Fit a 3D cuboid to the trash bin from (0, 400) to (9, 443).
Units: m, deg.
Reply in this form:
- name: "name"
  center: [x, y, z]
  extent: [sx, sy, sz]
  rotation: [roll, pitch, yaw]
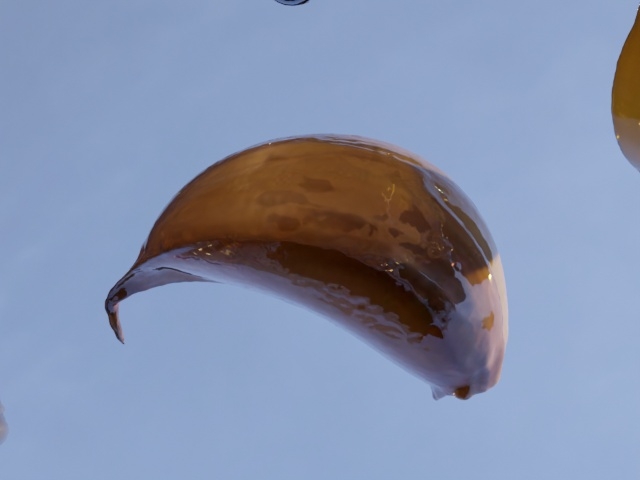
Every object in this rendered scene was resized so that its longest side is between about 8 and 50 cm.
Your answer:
- name: "trash bin"
  center: [-0.315, 0.127, 0.977]
  extent: [0.236, 0.101, 0.177]
  rotation: [-26, 177, 16]

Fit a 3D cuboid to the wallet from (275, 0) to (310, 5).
- name: "wallet"
  center: [-0.048, -0.174, 0.309]
  extent: [0.182, 0.229, 0.049]
  rotation: [-52, -170, 32]

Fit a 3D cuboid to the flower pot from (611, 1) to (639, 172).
- name: "flower pot"
  center: [0.279, -0.072, 0.801]
  extent: [0.195, 0.195, 0.179]
  rotation: [-39, -140, -12]

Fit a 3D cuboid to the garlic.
- name: "garlic"
  center: [0.002, -0.004, 0.792]
  extent: [0.206, 0.128, 0.115]
  rotation: [13, -124, 5]
